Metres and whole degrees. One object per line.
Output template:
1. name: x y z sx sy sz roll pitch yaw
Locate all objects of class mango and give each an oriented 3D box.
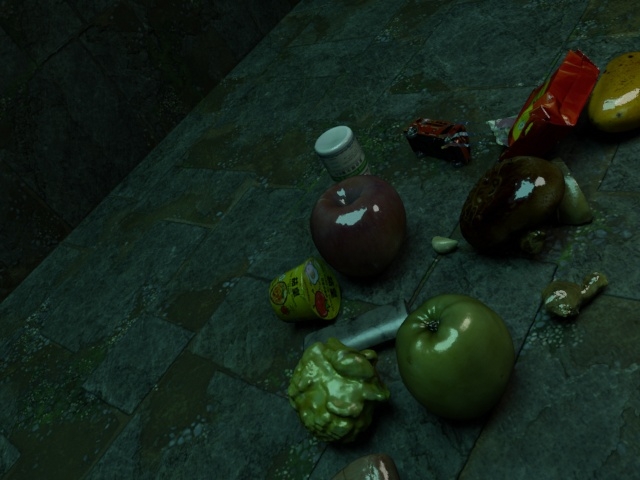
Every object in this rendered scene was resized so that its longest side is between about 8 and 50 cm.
1. mango: 0.858 -0.404 1.633 0.191 0.159 0.290 29 66 31

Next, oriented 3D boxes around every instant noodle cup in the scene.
1. instant noodle cup: -0.052 0.153 1.671 0.144 0.182 0.182 -20 38 31

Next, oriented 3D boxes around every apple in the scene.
1. apple: 0.284 0.244 1.264 0.263 0.262 0.262 -20 38 17
2. apple: 0.115 -0.041 1.706 0.306 0.235 0.305 -18 35 13

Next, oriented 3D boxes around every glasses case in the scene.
1. glasses case: 0.099 0.250 1.532 0.300 0.060 0.114 -24 37 13

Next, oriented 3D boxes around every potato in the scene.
1. potato: 0.618 -0.145 1.564 0.121 0.100 0.261 -21 38 15

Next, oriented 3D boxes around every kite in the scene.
1. kite: 0.544 -0.326 1.790 0.361 0.022 0.204 -4 46 3

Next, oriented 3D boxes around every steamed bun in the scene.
1. steamed bun: 0.094 0.531 1.187 0.175 0.106 0.144 -38 40 17

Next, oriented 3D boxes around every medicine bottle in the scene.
1. medicine bottle: 0.088 -0.252 1.963 0.139 0.236 0.139 -20 38 16

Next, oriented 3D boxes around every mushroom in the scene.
1. mushroom: 0.488 -0.091 1.512 0.297 0.163 0.278 -44 34 34

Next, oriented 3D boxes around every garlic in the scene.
1. garlic: 0.341 0.010 1.646 0.053 0.041 0.083 -38 29 -15

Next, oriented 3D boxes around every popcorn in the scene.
1. popcorn: 0.036 0.349 1.370 0.255 0.195 0.256 -28 35 23

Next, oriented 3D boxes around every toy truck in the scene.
1. toy truck: 0.398 -0.332 1.933 0.114 0.107 0.253 -46 38 -15

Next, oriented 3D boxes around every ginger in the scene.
1. ginger: 0.569 0.117 1.336 0.165 0.067 0.096 -29 34 -17

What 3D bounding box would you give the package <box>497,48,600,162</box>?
1. package: 0.656 -0.374 1.680 0.423 0.123 0.196 -51 -4 -36

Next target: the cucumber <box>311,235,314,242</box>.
1. cucumber: 0.000 0.000 1.860 0.048 0.105 0.048 -15 50 18
